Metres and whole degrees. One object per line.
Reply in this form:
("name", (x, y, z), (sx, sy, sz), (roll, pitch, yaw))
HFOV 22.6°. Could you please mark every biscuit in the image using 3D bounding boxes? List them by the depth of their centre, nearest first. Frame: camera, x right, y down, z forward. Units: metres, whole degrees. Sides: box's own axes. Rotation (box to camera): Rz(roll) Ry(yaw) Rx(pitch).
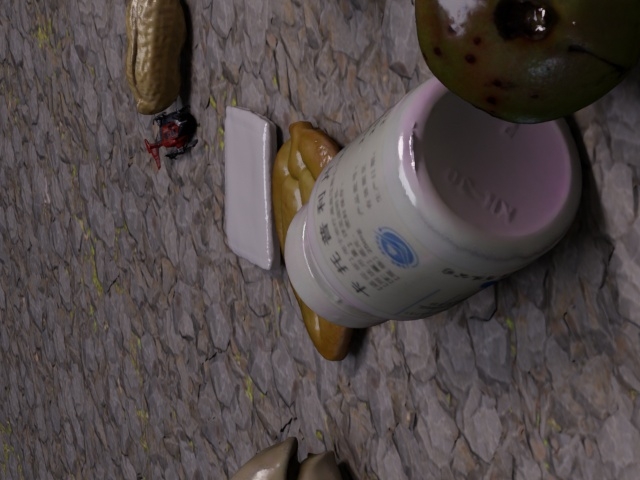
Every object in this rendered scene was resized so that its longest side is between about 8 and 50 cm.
("biscuit", (-0.005, 0.001, 1.709), (0.203, 0.041, 0.260), (-14, 84, 65))

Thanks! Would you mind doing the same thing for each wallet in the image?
("wallet", (-0.078, -0.063, 1.858), (0.124, 0.032, 0.182), (26, 119, 61))

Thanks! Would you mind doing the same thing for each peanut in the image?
("peanut", (-0.205, -0.241, 2.015), (0.080, 0.080, 0.174), (42, 133, 54))

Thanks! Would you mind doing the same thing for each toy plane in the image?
("toy plane", (-0.192, -0.133, 2.070), (0.145, 0.037, 0.060), (-25, 86, 60))

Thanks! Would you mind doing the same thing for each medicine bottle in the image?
("medicine bottle", (0.083, -0.024, 1.366), (0.293, 0.170, 0.170), (-35, 66, 63))

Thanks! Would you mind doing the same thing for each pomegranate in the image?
("pomegranate", (0.158, -0.193, 1.178), (0.179, 0.179, 0.210), (113, 171, -48))

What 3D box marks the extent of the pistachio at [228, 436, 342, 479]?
("pistachio", (-0.055, 0.368, 1.776), (0.226, 0.208, 0.331), (-52, -23, -62))
